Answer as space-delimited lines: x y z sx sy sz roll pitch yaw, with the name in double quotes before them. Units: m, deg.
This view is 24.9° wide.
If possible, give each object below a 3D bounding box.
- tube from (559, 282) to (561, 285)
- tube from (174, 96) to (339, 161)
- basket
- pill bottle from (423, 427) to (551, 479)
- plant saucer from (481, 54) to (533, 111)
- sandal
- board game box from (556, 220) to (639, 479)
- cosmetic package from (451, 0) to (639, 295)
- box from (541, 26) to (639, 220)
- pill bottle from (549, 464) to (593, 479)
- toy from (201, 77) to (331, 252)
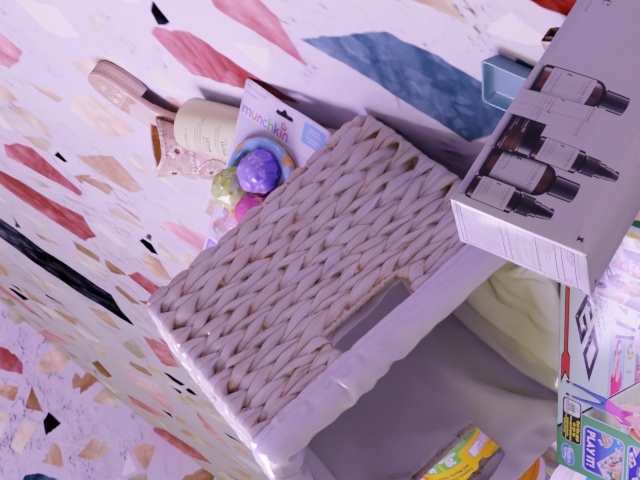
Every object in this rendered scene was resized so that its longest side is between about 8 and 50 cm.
"tube" 0.228 0.052 1.520 0.080 0.052 0.207 49 162 -16
"tube" -0.052 -0.103 1.567 0.240 0.062 0.070 18 175 31
"basket" 0.052 0.113 1.441 0.266 0.328 0.331 42 169 37
"pill bottle" 0.224 0.308 1.996 0.245 0.136 0.136 43 158 -27
"plant saucer" 0.222 -0.101 1.204 0.192 0.018 0.067 25 159 18
"sandal" -0.185 -0.113 1.716 0.240 0.079 0.088 34 161 -2
"board game box" 0.319 0.118 1.326 0.213 0.046 0.317 23 133 35
"cosmetic package" 0.188 -0.089 0.951 0.099 0.239 0.060 24 158 23
"box" 0.276 -0.083 1.115 0.164 0.021 0.201 9 143 43
"pill bottle" 0.400 0.332 1.763 0.146 0.146 0.264 44 157 -29
"toy" -0.077 -0.033 1.524 0.137 0.056 0.237 36 125 35
